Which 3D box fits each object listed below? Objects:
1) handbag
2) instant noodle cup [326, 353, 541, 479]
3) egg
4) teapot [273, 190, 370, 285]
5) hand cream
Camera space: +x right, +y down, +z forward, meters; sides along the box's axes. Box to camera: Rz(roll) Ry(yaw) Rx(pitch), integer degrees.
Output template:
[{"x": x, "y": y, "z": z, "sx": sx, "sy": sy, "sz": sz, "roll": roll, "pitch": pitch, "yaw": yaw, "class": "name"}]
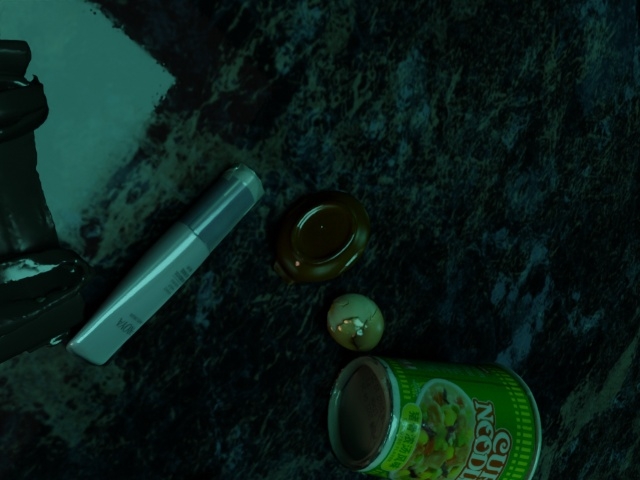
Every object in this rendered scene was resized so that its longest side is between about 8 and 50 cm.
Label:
[{"x": -0.320, "y": -0.013, "z": 0.458, "sx": 0.256, "sy": 0.113, "sz": 0.286, "roll": -20, "pitch": 113, "yaw": -37, "class": "handbag"}, {"x": 0.138, "y": 0.247, "z": 0.804, "sx": 0.232, "sy": 0.207, "sz": 0.207, "roll": 17, "pitch": 92, "yaw": -28, "class": "instant noodle cup"}, {"x": 0.047, "y": 0.107, "z": 0.767, "sx": 0.071, "sy": 0.071, "sz": 0.083, "roll": -49, "pitch": 138, "yaw": -15, "class": "egg"}, {"x": 0.000, "y": 0.000, "z": 0.709, "sx": 0.129, "sy": 0.078, "sz": 0.098, "roll": -44, "pitch": 82, "yaw": -7, "class": "teapot"}, {"x": -0.156, "y": 0.023, "z": 0.613, "sx": 0.255, "sy": 0.048, "sz": 0.079, "roll": -51, "pitch": 159, "yaw": -15, "class": "hand cream"}]
